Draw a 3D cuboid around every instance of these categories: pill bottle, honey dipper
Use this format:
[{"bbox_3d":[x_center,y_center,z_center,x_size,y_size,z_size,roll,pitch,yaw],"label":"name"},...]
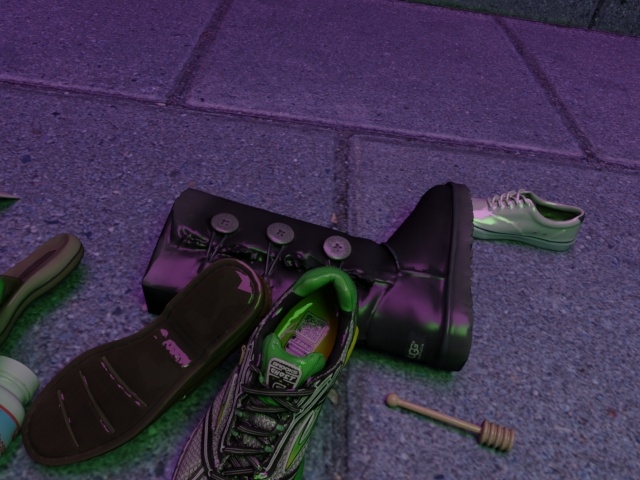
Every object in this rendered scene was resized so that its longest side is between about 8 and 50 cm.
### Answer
[{"bbox_3d":[-0.368,0.202,0.554,0.087,0.087,0.160,14,41,5],"label":"pill bottle"},{"bbox_3d":[0.160,0.227,0.677,0.160,0.031,0.030,15,41,12],"label":"honey dipper"}]

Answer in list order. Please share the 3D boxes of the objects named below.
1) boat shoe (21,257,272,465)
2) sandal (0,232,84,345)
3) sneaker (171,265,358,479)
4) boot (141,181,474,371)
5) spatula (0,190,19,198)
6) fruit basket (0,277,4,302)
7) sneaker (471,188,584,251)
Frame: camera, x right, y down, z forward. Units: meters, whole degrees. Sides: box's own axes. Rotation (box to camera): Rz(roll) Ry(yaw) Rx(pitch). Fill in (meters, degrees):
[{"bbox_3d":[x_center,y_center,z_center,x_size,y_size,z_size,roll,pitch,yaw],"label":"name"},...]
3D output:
[{"bbox_3d":[-0.181,0.147,0.617,0.307,0.104,0.111,-34,73,-5],"label":"boat shoe"},{"bbox_3d":[-0.425,0.068,0.670,0.120,0.086,0.303,-6,32,21],"label":"sandal"},{"bbox_3d":[-0.062,0.171,0.560,0.134,0.146,0.344,21,67,9],"label":"sneaker"},{"bbox_3d":[0.000,0.001,0.831,0.444,0.146,0.367,9,39,6],"label":"boot"},{"bbox_3d":[-0.599,-0.092,0.793,0.168,0.019,0.242,21,4,6],"label":"spatula"},{"bbox_3d":[-0.488,0.112,0.476,0.352,0.165,0.327,-14,49,-2],"label":"fruit basket"},{"bbox_3d":[0.349,-0.054,0.984,0.258,0.091,0.094,9,41,-1],"label":"sneaker"}]
